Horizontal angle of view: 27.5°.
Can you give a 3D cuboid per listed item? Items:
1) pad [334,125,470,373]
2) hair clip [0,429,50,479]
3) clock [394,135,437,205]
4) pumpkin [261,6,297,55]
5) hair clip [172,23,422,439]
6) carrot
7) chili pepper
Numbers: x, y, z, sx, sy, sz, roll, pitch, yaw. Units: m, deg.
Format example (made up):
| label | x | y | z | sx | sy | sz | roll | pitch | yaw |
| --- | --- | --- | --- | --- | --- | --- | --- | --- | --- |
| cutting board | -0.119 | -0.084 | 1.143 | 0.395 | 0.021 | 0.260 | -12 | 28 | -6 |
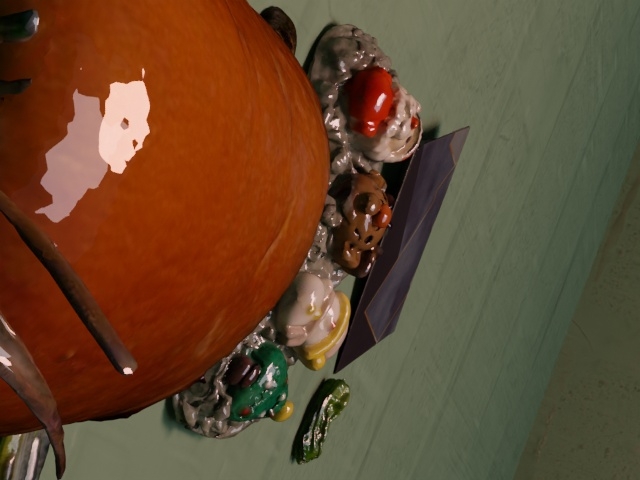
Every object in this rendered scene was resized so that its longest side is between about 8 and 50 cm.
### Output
| label | x | y | z | sx | sy | sz | roll | pitch | yaw |
| --- | --- | --- | --- | --- | --- | --- | --- | --- | --- |
| pad | 0.082 | 0.007 | 1.283 | 0.163 | 0.004 | 0.243 | -27 | 139 | -63 |
| hair clip | -0.148 | 0.095 | 0.708 | 0.060 | 0.033 | 0.188 | 54 | 54 | -70 |
| clock | 0.096 | -0.062 | 1.282 | 0.085 | 0.017 | 0.085 | 18 | 90 | -72 |
| pumpkin | -0.033 | -0.120 | 0.843 | 0.083 | 0.028 | 0.050 | -58 | 156 | -46 |
| hair clip | 0.001 | 0.001 | 0.955 | 0.321 | 0.091 | 0.138 | -69 | 159 | -10 |
| carrot | -0.119 | -0.032 | 0.410 | 0.331 | 0.193 | 0.214 | 40 | 45 | -70 |
| chili pepper | 0.002 | 0.167 | 1.217 | 0.091 | 0.030 | 0.034 | -64 | -175 | -16 |
